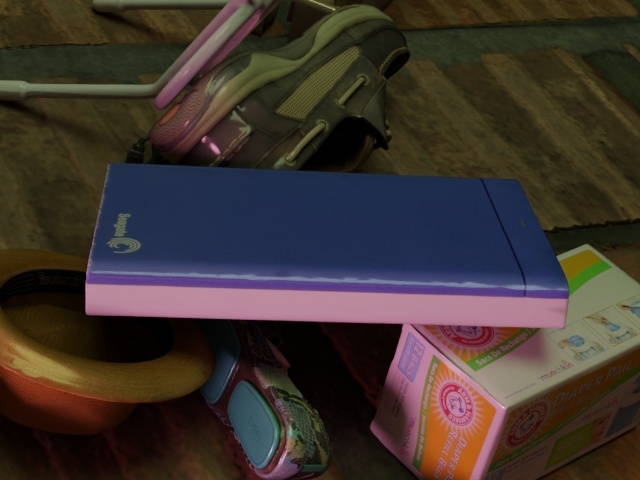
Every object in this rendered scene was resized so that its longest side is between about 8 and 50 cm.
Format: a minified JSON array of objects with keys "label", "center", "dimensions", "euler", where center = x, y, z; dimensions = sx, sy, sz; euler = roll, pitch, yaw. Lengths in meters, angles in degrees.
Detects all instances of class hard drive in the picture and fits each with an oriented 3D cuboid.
[{"label":"hard drive","center":[0.000,0.000,1.110],"dimensions":[0.319,0.040,0.210],"euler":[2,23,-4]}]

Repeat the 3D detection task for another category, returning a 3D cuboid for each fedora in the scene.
[{"label":"fedora","center":[-0.169,0.079,1.052],"dimensions":[0.194,0.079,0.194],"euler":[21,21,-8]}]

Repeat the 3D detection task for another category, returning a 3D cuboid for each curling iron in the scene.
[{"label":"curling iron","center":[-0.092,0.000,1.233],"dimensions":[0.068,0.035,0.274],"euler":[0,37,-31]}]

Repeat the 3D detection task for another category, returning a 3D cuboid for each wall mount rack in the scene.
[{"label":"wall mount rack","center":[-0.120,-0.218,1.359],"dimensions":[0.130,0.304,0.350],"euler":[45,36,-8]}]

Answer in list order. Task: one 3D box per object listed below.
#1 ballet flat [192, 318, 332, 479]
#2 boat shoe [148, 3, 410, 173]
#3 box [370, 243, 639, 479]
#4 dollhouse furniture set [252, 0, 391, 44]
[{"label":"ballet flat","center":[-0.043,0.106,1.091],"dimensions":[0.070,0.070,0.188],"euler":[-2,35,-23]},{"label":"boat shoe","center":[-0.011,-0.105,1.354],"dimensions":[0.130,0.132,0.355],"euler":[52,37,3]},{"label":"box","center":[0.152,0.098,1.128],"dimensions":[0.203,0.114,0.103],"euler":[-20,48,-37]},{"label":"dollhouse furniture set","center":[-0.055,-0.368,1.602],"dimensions":[0.303,0.198,0.286],"euler":[23,36,11]}]
